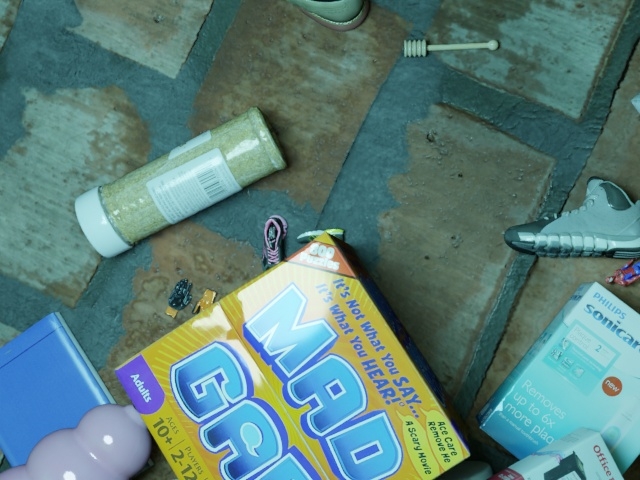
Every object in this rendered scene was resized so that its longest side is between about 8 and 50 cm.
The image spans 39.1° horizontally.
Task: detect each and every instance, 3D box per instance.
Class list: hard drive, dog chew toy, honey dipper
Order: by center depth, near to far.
[{"bbox_3d":[-0.404,0.401,1.455,0.206,0.206,0.332,43,84,7],"label":"dog chew toy"},{"bbox_3d":[0.223,-0.330,1.544,0.160,0.030,0.030,0,87,4],"label":"honey dipper"},{"bbox_3d":[-0.465,0.316,1.582,0.210,0.040,0.319,-34,83,4],"label":"hard drive"}]

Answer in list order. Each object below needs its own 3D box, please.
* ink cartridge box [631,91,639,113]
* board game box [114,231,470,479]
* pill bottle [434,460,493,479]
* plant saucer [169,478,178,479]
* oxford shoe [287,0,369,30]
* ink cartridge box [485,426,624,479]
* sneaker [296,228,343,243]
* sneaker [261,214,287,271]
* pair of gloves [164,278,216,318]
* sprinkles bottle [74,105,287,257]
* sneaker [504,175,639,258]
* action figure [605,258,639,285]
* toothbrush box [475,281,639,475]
[{"bbox_3d":[0.657,-0.203,1.484,0.189,0.066,0.232,-41,104,3],"label":"ink cartridge box"},{"bbox_3d":[-0.023,0.239,1.374,0.356,0.356,0.357,-33,84,4],"label":"board game box"},{"bbox_3d":[0.219,0.559,1.393,0.224,0.224,0.392,-14,85,6],"label":"pill bottle"},{"bbox_3d":[-0.215,0.553,1.515,0.310,0.050,0.311,-1,86,8],"label":"plant saucer"},{"bbox_3d":[-0.079,-0.476,1.538,0.348,0.130,0.123,23,89,8],"label":"oxford shoe"},{"bbox_3d":[0.352,0.371,1.321,0.175,0.072,0.127,-27,87,-8],"label":"ink cartridge box"},{"bbox_3d":[0.000,0.000,1.549,0.083,0.031,0.035,-8,86,6],"label":"sneaker"},{"bbox_3d":[-0.082,0.015,1.546,0.047,0.057,0.119,-2,88,5],"label":"sneaker"},{"bbox_3d":[-0.226,0.111,1.581,0.083,0.010,0.074,22,91,10],"label":"pair of gloves"},{"bbox_3d":[-0.236,-0.098,1.540,0.355,0.121,0.121,-26,84,4],"label":"sprinkles bottle"},{"bbox_3d":[0.419,-0.042,1.485,0.228,0.086,0.132,4,76,5],"label":"sneaker"},{"bbox_3d":[0.523,0.046,1.482,0.115,0.030,0.038,-24,48,6],"label":"action figure"},{"bbox_3d":[0.423,0.244,1.437,0.216,0.126,0.295,39,91,7],"label":"toothbrush box"}]
